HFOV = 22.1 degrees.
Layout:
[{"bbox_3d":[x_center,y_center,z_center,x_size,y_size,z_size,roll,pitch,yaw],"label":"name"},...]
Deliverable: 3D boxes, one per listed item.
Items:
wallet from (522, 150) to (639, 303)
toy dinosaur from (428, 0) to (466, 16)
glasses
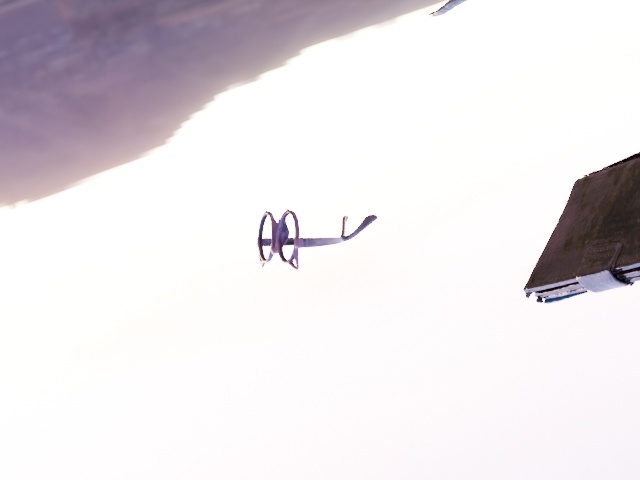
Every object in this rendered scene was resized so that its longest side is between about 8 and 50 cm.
[{"bbox_3d":[0.327,-0.024,1.721,0.169,0.044,0.317,-65,-166,-18],"label":"wallet"},{"bbox_3d":[0.235,-0.342,1.873,0.205,0.092,0.393,-28,165,-34],"label":"toy dinosaur"},{"bbox_3d":[0.000,0.000,1.683,0.104,0.062,0.140,2,179,-22],"label":"glasses"}]
